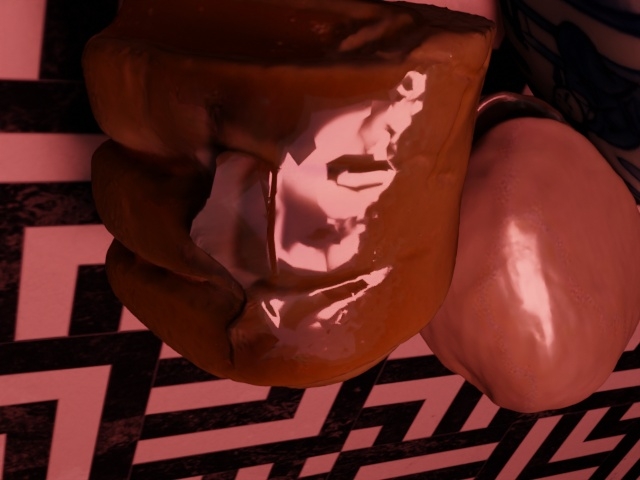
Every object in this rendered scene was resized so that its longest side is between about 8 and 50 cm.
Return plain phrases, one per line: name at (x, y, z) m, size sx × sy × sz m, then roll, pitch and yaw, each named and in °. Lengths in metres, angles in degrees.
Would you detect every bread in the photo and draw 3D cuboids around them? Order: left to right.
bread at (-0.043, -0.026, 0.692) m, size 0.301 × 0.210 × 0.341 m, roll 16°, pitch 120°, yaw 13°

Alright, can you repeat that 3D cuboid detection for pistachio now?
pistachio at (0.187, 0.020, 0.828) m, size 0.226 × 0.207 × 0.331 m, roll -17°, pitch 120°, yaw 9°

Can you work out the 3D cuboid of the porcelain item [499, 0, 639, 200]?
porcelain item at (0.267, -0.186, 0.740) m, size 0.157 × 0.281 × 0.286 m, roll -30°, pitch 142°, yaw -3°
